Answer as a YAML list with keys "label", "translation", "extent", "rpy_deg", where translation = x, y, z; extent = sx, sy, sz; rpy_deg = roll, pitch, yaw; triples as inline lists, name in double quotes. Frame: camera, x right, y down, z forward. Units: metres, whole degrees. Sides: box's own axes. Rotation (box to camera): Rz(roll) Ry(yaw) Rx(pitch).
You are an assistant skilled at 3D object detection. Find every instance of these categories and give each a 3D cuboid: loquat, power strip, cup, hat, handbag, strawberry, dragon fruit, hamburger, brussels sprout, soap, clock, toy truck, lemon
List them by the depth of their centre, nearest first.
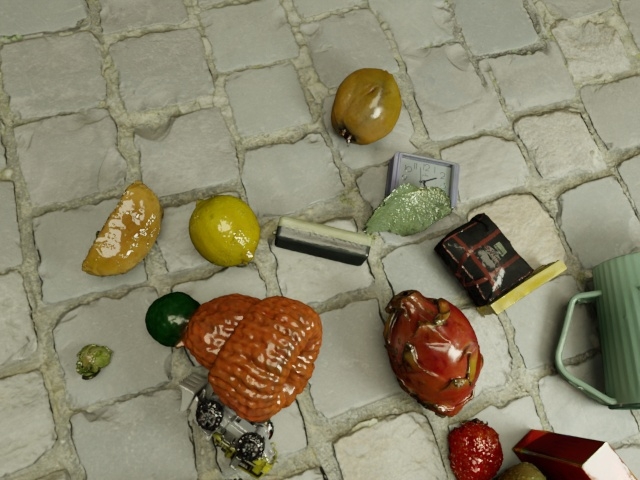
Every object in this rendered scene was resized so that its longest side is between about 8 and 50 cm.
- label: "toy truck"
  translation: [-0.221, 0.429, 1.211]
  extent: [0.285, 0.136, 0.111]
  rpy_deg: [37, 94, 4]
- label: "hamburger"
  translation: [0.450, 0.627, 1.220]
  extent: [0.215, 0.189, 0.122]
  rpy_deg: [-42, 76, -5]
- label: "brussels sprout"
  translation: [-0.544, 0.289, 1.243]
  extent: [0.085, 0.058, 0.085]
  rpy_deg: [0, 88, 3]
- label: "hat"
  translation: [-0.205, 0.232, 1.249]
  extent: [0.400, 0.285, 0.285]
  rpy_deg: [23, 71, 27]
- label: "dragon fruit"
  translation: [0.271, 0.264, 1.271]
  extent: [0.250, 0.250, 0.315]
  rpy_deg: [-34, 79, -15]
- label: "strawberry"
  translation: [0.383, 0.537, 1.296]
  extent: [0.146, 0.082, 0.187]
  rpy_deg: [11, 78, 2]
- label: "hamburger"
  translation: [-0.478, -0.016, 1.299]
  extent: [0.130, 0.124, 0.262]
  rpy_deg: [28, 74, 0]
- label: "lemon"
  translation: [-0.236, -0.021, 1.308]
  extent: [0.173, 0.173, 0.206]
  rpy_deg: [-35, 74, -15]
- label: "cup"
  translation: [0.825, 0.243, 1.320]
  extent: [0.400, 0.310, 0.393]
  rpy_deg: [2, 69, -9]
- label: "power strip"
  translation: [0.000, 0.000, 1.370]
  extent: [0.256, 0.105, 0.070]
  rpy_deg: [12, 72, -4]
- label: "handbag"
  translation: [0.425, 0.053, 1.388]
  extent: [0.169, 0.155, 0.215]
  rpy_deg: [-35, 80, -9]
- label: "soap"
  translation: [0.544, 0.129, 1.416]
  extent: [0.252, 0.092, 0.037]
  rpy_deg: [-29, 85, -14]
- label: "loquat"
  translation: [0.123, -0.368, 1.457]
  extent: [0.187, 0.176, 0.234]
  rpy_deg: [26, 90, 41]
- label: "clock"
  translation: [0.287, -0.161, 1.472]
  extent: [0.193, 0.073, 0.145]
  rpy_deg: [10, 74, -5]

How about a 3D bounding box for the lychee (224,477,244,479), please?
- label: "lychee"
  translation: [-0.177, 0.639, 1.098]
  extent: [0.255, 0.274, 0.255]
  rpy_deg: [15, 45, -16]

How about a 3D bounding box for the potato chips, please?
- label: "potato chips"
  translation: [0.231, -0.073, 1.401]
  extent: [0.228, 0.167, 0.059]
  rpy_deg: [0, 32, -9]

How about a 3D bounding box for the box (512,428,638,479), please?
- label: "box"
  translation: [0.595, 0.547, 1.190]
  extent: [0.089, 0.313, 0.197]
  rpy_deg: [-36, 82, -15]
